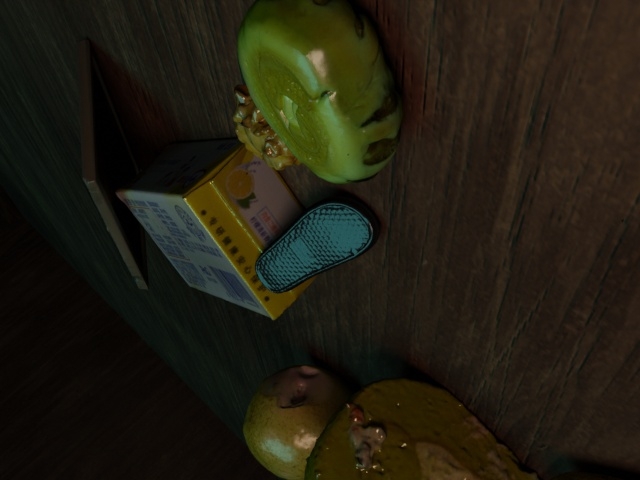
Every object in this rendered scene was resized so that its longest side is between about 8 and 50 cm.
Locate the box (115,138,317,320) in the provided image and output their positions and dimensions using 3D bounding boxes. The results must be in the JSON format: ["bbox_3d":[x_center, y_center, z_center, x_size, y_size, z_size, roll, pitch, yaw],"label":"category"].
[{"bbox_3d":[-0.116,-0.021,0.932,0.168,0.097,0.265,55,160,-19],"label":"box"}]

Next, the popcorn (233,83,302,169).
[{"bbox_3d":[-0.039,-0.097,0.677,0.083,0.057,0.082,48,168,-9],"label":"popcorn"}]

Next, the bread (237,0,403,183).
[{"bbox_3d":[0.003,-0.104,0.549,0.139,0.071,0.130,54,157,-12],"label":"bread"}]

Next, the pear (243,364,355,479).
[{"bbox_3d":[-0.018,0.263,1.178,0.178,0.178,0.178,42,160,19],"label":"pear"}]

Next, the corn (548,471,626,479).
[{"bbox_3d":[0.249,0.229,0.669,0.067,0.067,0.206,51,160,-8],"label":"corn"}]

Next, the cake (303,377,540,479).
[{"bbox_3d":[0.115,0.273,0.881,0.260,0.179,0.156,41,161,12],"label":"cake"}]

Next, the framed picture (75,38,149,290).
[{"bbox_3d":[-0.269,-0.086,1.083,0.289,0.020,0.211,88,173,-61],"label":"framed picture"}]

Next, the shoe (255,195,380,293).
[{"bbox_3d":[0.000,0.000,0.777,0.159,0.053,0.062,-34,90,39],"label":"shoe"}]
